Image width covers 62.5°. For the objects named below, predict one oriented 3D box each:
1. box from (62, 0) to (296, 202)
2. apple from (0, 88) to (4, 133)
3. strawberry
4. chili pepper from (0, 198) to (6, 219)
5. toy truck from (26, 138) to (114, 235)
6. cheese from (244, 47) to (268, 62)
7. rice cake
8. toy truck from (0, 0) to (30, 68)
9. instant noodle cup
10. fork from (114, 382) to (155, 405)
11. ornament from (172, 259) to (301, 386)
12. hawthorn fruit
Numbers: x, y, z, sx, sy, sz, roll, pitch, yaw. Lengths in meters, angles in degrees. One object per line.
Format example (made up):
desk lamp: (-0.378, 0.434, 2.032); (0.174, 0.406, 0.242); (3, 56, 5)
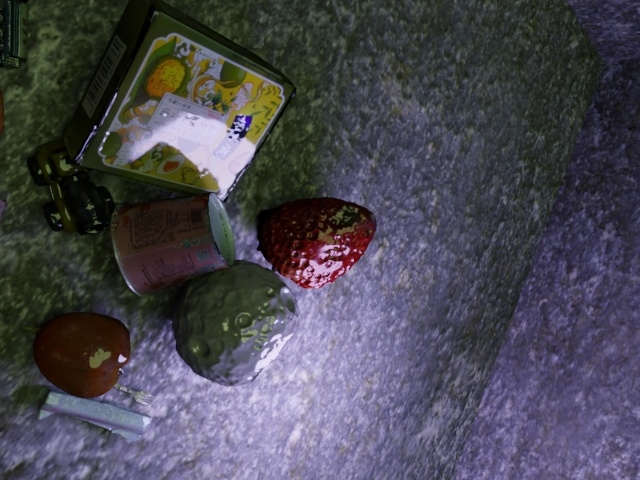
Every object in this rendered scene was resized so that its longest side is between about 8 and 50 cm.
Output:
box: (-0.315, -0.301, 1.229); (0.420, 0.138, 0.373); (13, 119, -50)
apple: (-0.759, -0.266, 1.017); (0.286, 0.233, 0.286); (-3, 96, -35)
strawberry: (-0.011, 0.008, 1.551); (0.292, 0.310, 0.292); (-7, 101, -40)
chili pepper: (-0.797, -0.004, 1.021); (0.305, 0.229, 0.251); (16, 122, -37)
toy truck: (-0.564, -0.123, 1.216); (0.147, 0.165, 0.224); (-25, 108, -32)
cheese: (-0.221, -0.427, 1.442); (0.189, 0.154, 0.198); (-9, 102, -29)
rice cake: (-0.573, 0.443, 1.342); (0.290, 0.051, 0.081); (29, 69, -33)
toy truck: (-0.680, -0.480, 1.149); (0.088, 0.074, 0.202); (0, 95, -41)
instant noodle cup: (-0.348, -0.004, 1.289); (0.231, 0.243, 0.243); (-14, 106, 4)
fork: (-0.522, 0.385, 1.386); (0.219, 0.028, 0.034); (40, 76, -32)
ornament: (-0.231, 0.210, 1.398); (0.337, 0.337, 0.337); (-4, 98, -36)
hawthorn fruit: (-0.581, 0.256, 1.247); (0.251, 0.199, 0.199); (29, 78, -20)
